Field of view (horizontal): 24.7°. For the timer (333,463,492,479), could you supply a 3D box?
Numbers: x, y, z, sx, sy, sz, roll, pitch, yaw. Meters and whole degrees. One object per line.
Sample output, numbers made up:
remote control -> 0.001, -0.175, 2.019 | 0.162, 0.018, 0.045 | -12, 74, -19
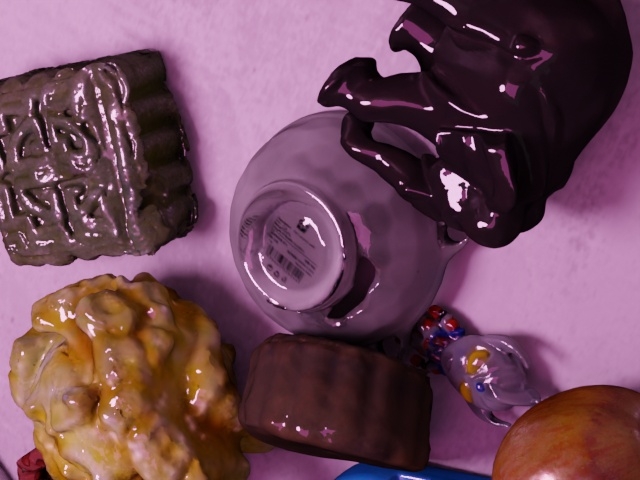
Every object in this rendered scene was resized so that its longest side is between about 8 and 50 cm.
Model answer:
timer -> 0.140, 0.424, 1.730 | 0.340, 0.115, 0.309 | 7, 107, 27

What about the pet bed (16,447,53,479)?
pet bed -> -0.334, 0.356, 1.988 | 0.201, 0.053, 0.201 | 21, 125, 33

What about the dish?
dish -> 0.000, 0.000, 1.637 | 0.303, 0.120, 0.303 | 8, 105, 32

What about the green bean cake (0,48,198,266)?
green bean cake -> -0.285, -0.097, 1.776 | 0.255, 0.132, 0.241 | -5, 101, 30

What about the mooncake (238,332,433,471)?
mooncake -> 0.021, 0.184, 1.654 | 0.228, 0.228, 0.124 | 5, 76, 27

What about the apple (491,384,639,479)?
apple -> 0.288, 0.256, 1.532 | 0.188, 0.211, 0.211 | -40, 86, 30

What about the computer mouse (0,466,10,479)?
computer mouse -> -0.497, 0.351, 2.088 | 0.126, 0.056, 0.245 | -36, 86, 32

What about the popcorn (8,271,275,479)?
popcorn -> -0.222, 0.200, 1.755 | 0.279, 0.274, 0.335 | -12, 101, 34

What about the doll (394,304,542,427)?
doll -> 0.170, 0.139, 1.644 | 0.194, 0.062, 0.104 | 32, 102, 27

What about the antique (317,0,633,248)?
antique -> 0.169, -0.158, 1.470 | 0.255, 0.185, 0.322 | 43, 118, 11
